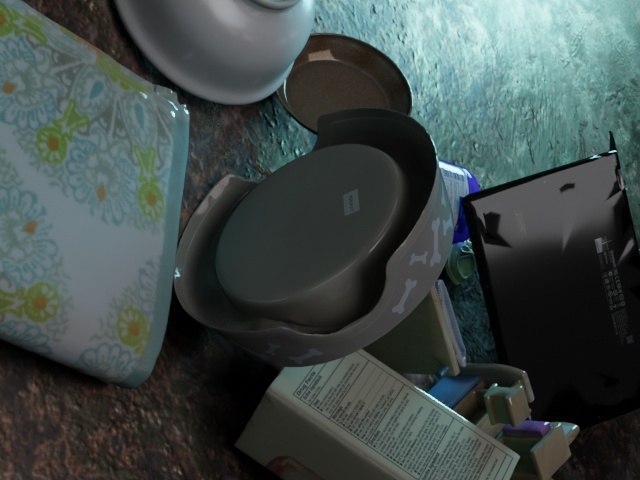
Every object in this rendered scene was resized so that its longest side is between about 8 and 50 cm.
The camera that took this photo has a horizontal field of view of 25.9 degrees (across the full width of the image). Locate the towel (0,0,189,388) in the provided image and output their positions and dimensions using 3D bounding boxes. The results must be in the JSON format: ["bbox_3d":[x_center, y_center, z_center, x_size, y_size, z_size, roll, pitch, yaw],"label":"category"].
[{"bbox_3d":[-0.290,-0.056,1.522,0.320,0.090,0.374,29,55,-43],"label":"towel"}]

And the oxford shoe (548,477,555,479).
[{"bbox_3d":[0.374,0.448,2.051,0.076,0.076,0.212,-16,87,-44],"label":"oxford shoe"}]

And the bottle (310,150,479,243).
[{"bbox_3d":[0.102,-0.071,1.927,0.283,0.092,0.118,13,72,-42],"label":"bottle"}]

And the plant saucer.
[{"bbox_3d":[0.026,-0.198,1.883,0.199,0.036,0.198,10,50,-12],"label":"plant saucer"}]

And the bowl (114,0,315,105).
[{"bbox_3d":[-0.107,-0.332,1.754,0.298,0.134,0.297,18,61,-36],"label":"bowl"}]

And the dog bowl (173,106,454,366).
[{"bbox_3d":[0.000,0.000,1.641,0.102,0.349,0.348,54,45,-37],"label":"dog bowl"}]

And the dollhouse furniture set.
[{"bbox_3d":[0.175,0.125,1.800,0.198,0.286,0.303,-38,116,-44],"label":"dollhouse furniture set"}]

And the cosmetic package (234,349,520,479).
[{"bbox_3d":[0.068,0.253,1.666,0.296,0.129,0.153,35,42,6],"label":"cosmetic package"}]

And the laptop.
[{"bbox_3d":[0.384,0.062,2.132,0.408,0.236,0.382,-17,98,-20],"label":"laptop"}]

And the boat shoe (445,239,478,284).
[{"bbox_3d":[0.233,0.007,2.065,0.056,0.048,0.153,57,46,-15],"label":"boat shoe"}]

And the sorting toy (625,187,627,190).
[{"bbox_3d":[0.487,-0.084,2.350,0.061,0.042,0.102,7,72,-43],"label":"sorting toy"}]
